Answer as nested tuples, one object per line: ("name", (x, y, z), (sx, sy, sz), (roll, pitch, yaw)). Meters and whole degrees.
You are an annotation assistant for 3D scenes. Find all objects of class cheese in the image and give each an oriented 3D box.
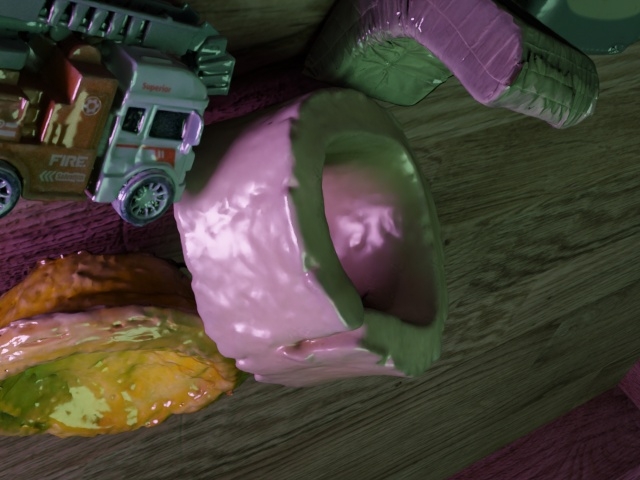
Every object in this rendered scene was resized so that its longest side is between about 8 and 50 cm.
("cheese", (0.003, 0.002, 0.962), (0.153, 0.292, 0.332), (-13, 169, 29))

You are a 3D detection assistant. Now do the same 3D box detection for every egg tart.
("egg tart", (-0.235, 0.112, 1.009), (0.345, 0.132, 0.345), (-12, 154, -6))

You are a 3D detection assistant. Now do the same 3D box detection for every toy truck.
("toy truck", (-0.213, -0.122, 0.748), (0.338, 0.133, 0.184), (-1, 125, -46))

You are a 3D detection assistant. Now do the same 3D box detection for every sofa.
("sofa", (0.138, -0.174, 0.980), (0.210, 0.225, 0.176), (3, 128, -55))

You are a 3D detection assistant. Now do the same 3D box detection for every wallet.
("wallet", (0.385, -0.381, 1.119), (0.252, 0.083, 0.360), (-5, 138, -38))
